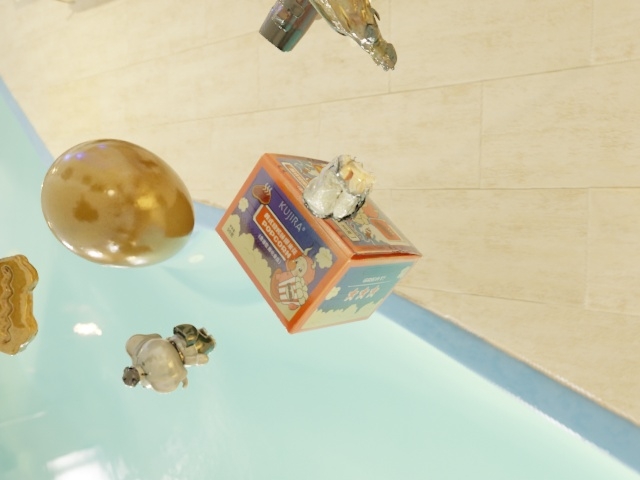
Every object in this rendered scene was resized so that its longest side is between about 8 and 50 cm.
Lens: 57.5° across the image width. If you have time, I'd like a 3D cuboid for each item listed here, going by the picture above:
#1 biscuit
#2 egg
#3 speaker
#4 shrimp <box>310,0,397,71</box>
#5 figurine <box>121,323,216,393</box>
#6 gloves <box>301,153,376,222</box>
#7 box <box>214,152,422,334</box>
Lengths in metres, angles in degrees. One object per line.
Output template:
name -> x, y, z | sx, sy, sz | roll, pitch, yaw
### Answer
biscuit -> -0.505, 0.086, 0.809 | 0.249, 0.035, 0.184 | 3, 90, 13
egg -> -0.393, -0.067, 1.171 | 0.250, 0.323, 0.249 | -13, 66, 31
speaker -> -0.019, -0.637, 1.422 | 0.329, 0.198, 0.259 | -47, 27, 27
shrimp -> 0.008, -0.293, 0.599 | 0.059, 0.145, 0.254 | -27, 111, 36
figurine -> -0.301, 0.235, 1.152 | 0.147, 0.193, 0.126 | 41, 131, 28
gloves -> 0.036, -0.096, 1.144 | 0.114, 0.070, 0.153 | 35, 127, -13
box -> 0.000, 0.000, 1.403 | 0.256, 0.319, 0.348 | -52, 59, 24
